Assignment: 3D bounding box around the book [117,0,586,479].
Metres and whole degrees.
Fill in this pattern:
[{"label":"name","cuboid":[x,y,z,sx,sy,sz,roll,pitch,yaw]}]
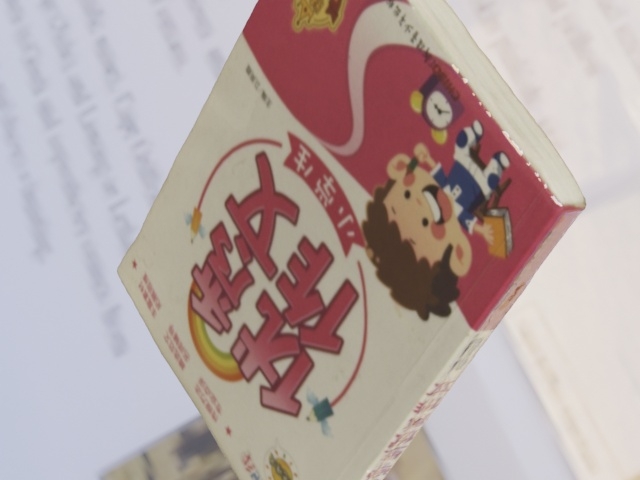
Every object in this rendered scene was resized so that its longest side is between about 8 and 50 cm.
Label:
[{"label":"book","cuboid":[0.000,0.000,0.755,0.022,0.232,0.162,-10,57,-37]}]
